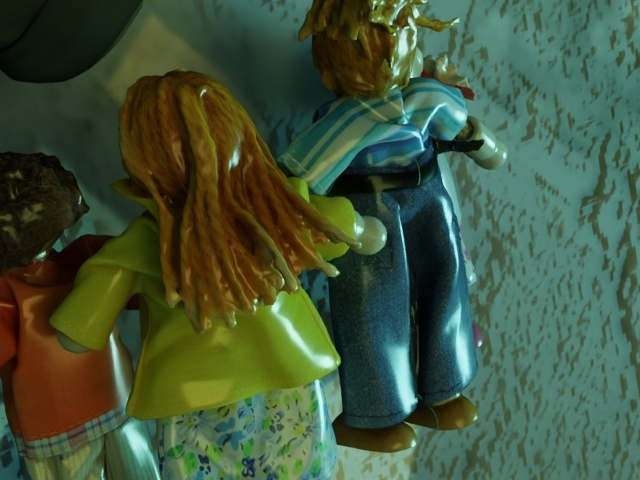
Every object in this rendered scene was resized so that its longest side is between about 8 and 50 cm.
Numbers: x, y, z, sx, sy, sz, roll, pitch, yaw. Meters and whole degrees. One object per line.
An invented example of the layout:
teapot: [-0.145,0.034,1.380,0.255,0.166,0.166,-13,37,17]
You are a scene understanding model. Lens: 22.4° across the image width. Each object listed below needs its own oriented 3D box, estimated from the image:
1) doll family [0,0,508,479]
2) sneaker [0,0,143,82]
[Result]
doll family: [0.000,0.000,0.533,0.263,0.118,0.163,-27,115,-42]
sneaker: [-0.078,-0.186,0.491,0.106,0.101,0.267,18,85,-32]
